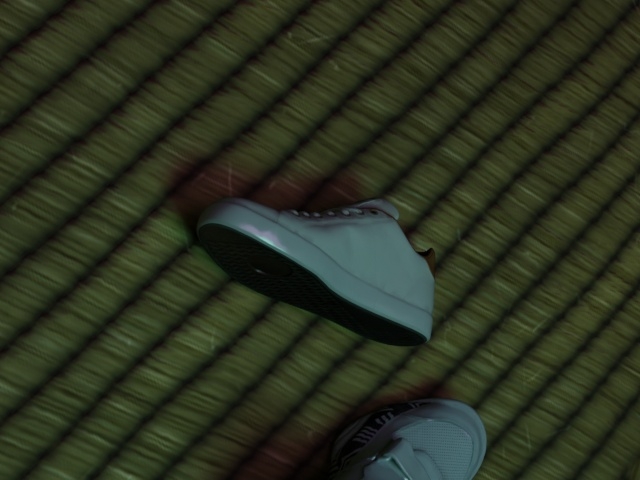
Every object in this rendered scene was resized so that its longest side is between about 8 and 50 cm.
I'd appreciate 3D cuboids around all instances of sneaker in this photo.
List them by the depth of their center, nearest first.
[{"bbox_3d":[0.064,0.271,1.771,0.366,0.210,0.137,-31,108,-31],"label":"sneaker"},{"bbox_3d":[0.000,0.000,1.803,0.290,0.106,0.123,28,65,-40],"label":"sneaker"}]
